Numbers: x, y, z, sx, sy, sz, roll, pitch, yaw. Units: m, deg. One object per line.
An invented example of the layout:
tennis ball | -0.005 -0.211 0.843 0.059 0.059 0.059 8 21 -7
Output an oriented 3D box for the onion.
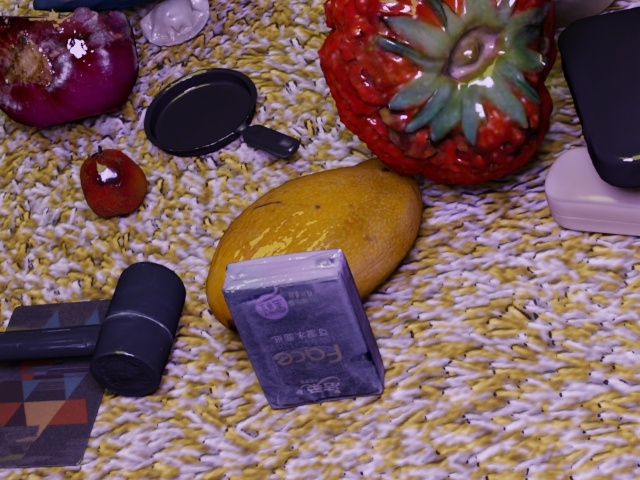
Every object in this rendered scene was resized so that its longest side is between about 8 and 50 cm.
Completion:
onion | -0.293 -0.208 1.898 0.195 0.140 0.218 -8 6 19

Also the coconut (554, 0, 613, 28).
coconut | 0.242 -0.327 1.742 0.202 0.202 0.222 -6 42 17

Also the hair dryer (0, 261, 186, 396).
hair dryer | -0.246 0.094 1.616 0.219 0.071 0.124 -8 44 19

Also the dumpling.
dumpling | -0.174 -0.265 1.967 0.076 0.057 0.052 -20 -1 -31

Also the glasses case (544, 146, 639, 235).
glasses case | 0.311 -0.045 1.537 0.196 0.050 0.083 7 48 28

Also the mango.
mango | -0.002 -0.003 1.582 0.262 0.109 0.157 -43 43 -23

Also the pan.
pan | -0.102 -0.127 1.803 0.136 0.028 0.235 -43 44 -20

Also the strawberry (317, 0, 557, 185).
strawberry | 0.108 -0.184 1.591 0.238 0.250 0.288 8 10 -13

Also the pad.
pad | -0.276 0.141 1.628 0.143 0.003 0.211 -5 46 18

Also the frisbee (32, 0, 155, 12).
frisbee | -0.204 -0.314 1.959 0.289 0.049 0.289 -17 13 4

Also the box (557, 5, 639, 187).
box | 0.384 -0.155 1.557 0.289 0.073 0.290 -11 33 4

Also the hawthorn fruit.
hawthorn fruit | -0.227 -0.062 1.759 0.077 0.077 0.077 -12 44 11

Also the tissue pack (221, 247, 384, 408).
tissue pack | -0.013 0.081 1.469 0.112 0.156 0.051 -9 41 14
